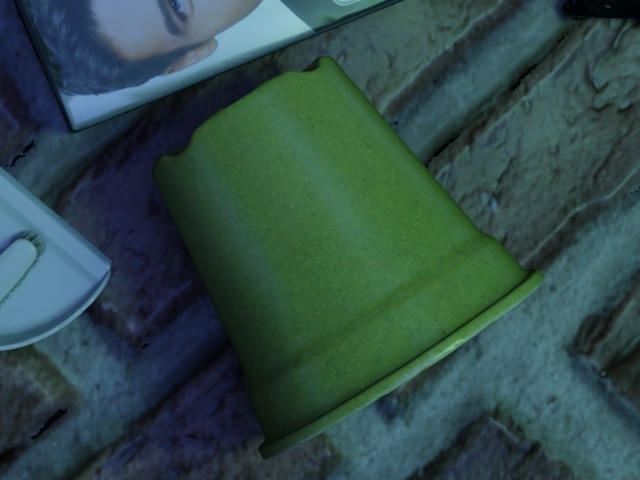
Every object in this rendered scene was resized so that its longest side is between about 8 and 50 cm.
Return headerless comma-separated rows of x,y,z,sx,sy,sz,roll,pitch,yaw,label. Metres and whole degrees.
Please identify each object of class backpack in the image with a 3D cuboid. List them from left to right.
0.281,-0.250,1.339,0.105,0.114,0.084,3,74,-10,backpack

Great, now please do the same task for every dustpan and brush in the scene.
-0.292,0.058,1.269,0.147,0.060,0.211,41,85,-12,dustpan and brush

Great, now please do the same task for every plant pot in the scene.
0.000,0.000,1.243,0.276,0.276,0.254,-33,88,-8,plant pot

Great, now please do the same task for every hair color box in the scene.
-0.071,-0.244,1.266,0.374,0.113,0.185,-23,97,-9,hair color box
